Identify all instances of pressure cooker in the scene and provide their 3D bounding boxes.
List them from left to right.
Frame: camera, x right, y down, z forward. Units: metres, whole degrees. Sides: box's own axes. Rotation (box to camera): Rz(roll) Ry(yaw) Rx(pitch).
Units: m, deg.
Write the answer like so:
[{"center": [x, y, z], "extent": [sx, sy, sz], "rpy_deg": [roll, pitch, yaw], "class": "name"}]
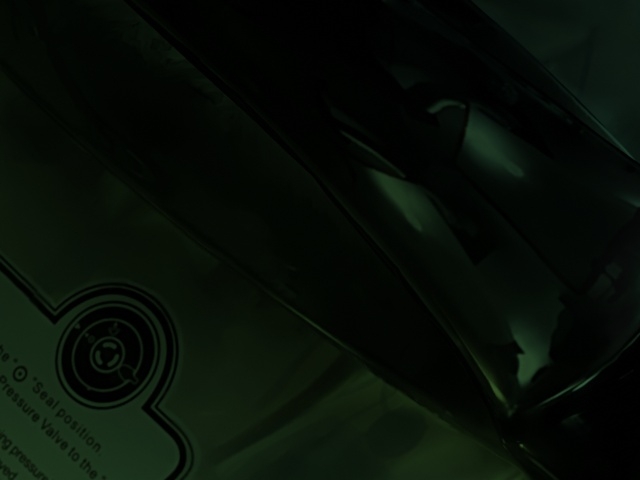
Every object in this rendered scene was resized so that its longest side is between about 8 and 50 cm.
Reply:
[{"center": [0.003, -0.005, 0.654], "extent": [0.420, 0.370, 0.375], "rpy_deg": [61, 29, -62], "class": "pressure cooker"}]
